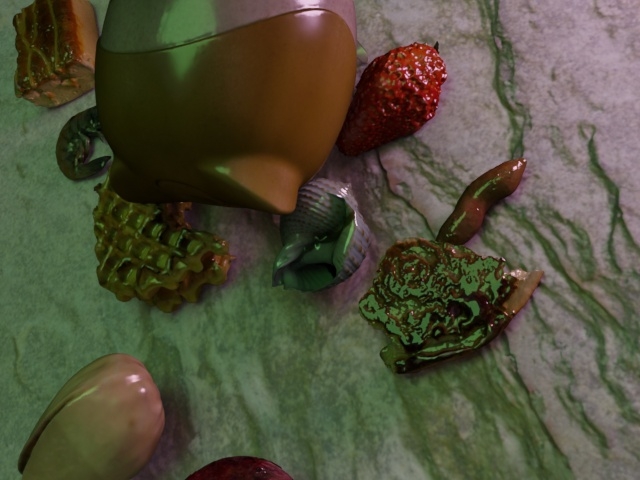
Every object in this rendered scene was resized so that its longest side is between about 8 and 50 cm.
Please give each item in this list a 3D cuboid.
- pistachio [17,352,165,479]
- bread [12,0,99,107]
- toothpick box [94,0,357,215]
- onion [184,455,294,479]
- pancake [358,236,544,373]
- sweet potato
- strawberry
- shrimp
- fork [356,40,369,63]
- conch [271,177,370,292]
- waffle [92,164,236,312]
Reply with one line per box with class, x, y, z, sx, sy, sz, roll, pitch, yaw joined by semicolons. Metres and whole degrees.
pistachio;-0.374;0.319;1.448;0.318;0.214;0.193;-46;53;16
bread;-0.603;-0.443;2.026;0.185;0.114;0.274;-26;54;15
toothpick box;-0.147;-0.256;1.410;0.409;0.409;0.425;6;80;31
onion;-0.128;0.421;1.254;0.252;0.219;0.252;-9;58;15
pancake;0.182;0.109;1.337;0.258;0.056;0.212;12;78;25
sweet potato;0.240;-0.051;1.396;0.218;0.051;0.065;-48;39;1
strawberry;0.114;-0.258;1.537;0.175;0.107;0.235;19;76;35
shrimp;-0.440;-0.226;1.865;0.296;0.058;0.169;-23;64;21
fork;0.043;-0.412;1.711;0.034;0.028;0.219;-32;58;2
conch;0.006;-0.001;1.454;0.172;0.131;0.199;30;100;28
waffle;-0.284;-0.039;1.624;0.261;0.151;0.324;-20;56;15
